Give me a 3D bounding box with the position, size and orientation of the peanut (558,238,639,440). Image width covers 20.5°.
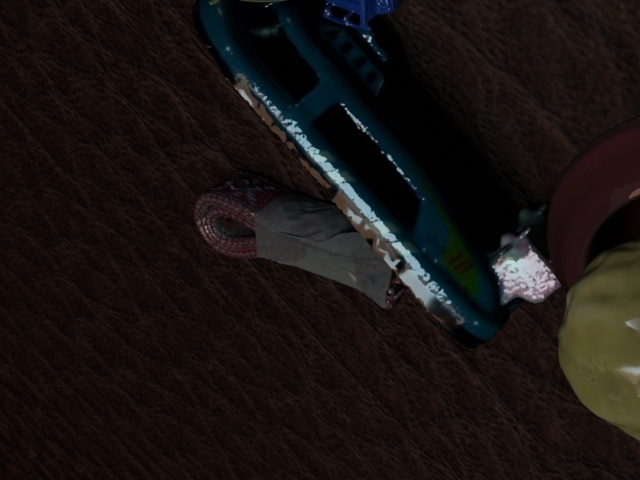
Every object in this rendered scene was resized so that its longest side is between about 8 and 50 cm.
[{"bbox_3d":[0.267,0.062,0.894,0.290,0.130,0.130,6,134,17],"label":"peanut"}]

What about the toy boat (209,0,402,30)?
[{"bbox_3d":[-0.034,-0.183,1.119,0.175,0.110,0.091,29,144,31],"label":"toy boat"}]

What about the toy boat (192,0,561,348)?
[{"bbox_3d":[0.044,-0.073,1.170,0.092,0.134,0.299,-40,90,22],"label":"toy boat"}]

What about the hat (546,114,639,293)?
[{"bbox_3d":[0.229,-0.010,0.997,0.206,0.089,0.205,11,139,10],"label":"hat"}]

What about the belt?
[{"bbox_3d":[0.000,0.000,1.336,0.232,0.053,0.071,16,129,41],"label":"belt"}]
